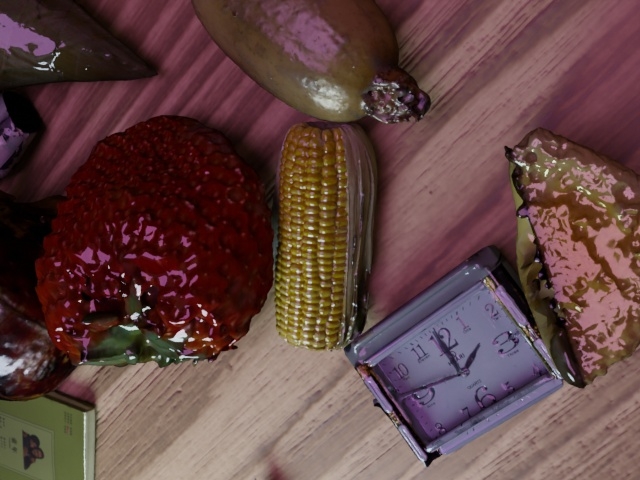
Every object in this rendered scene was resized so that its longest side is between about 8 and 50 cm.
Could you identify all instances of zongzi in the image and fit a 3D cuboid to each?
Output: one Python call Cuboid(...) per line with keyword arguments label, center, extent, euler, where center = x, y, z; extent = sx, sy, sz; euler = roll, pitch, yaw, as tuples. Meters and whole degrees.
Cuboid(label="zongzi", center=(-0.482, -0.241, 1.118), extent=(0.393, 0.174, 0.356), euler=(43, 97, 6))

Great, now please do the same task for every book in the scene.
Cuboid(label="book", center=(-0.539, 0.350, 1.358), extent=(0.352, 0.035, 0.239), euler=(12, 107, 23))

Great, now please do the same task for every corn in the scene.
Cuboid(label="corn", center=(0.002, -0.001, 0.993), extent=(0.123, 0.122, 0.305), euler=(0, 107, -18))

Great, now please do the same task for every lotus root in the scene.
Cuboid(label="lotus root", center=(-0.018, -0.244, 0.920), extent=(0.343, 0.151, 0.169), euler=(43, 132, 14))

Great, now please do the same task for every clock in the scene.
Cuboid(label="clock", center=(0.169, 0.144, 0.950), extent=(0.253, 0.083, 0.186), euler=(-39, 82, 26))

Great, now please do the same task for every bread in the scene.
Cuboid(label="bread", center=(0.286, 0.003, 0.811), extent=(0.163, 0.204, 0.262), euler=(-14, 90, 16))

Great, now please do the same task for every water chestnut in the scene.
Cuboid(label="water chestnut", center=(-0.450, 0.044, 1.130), extent=(0.335, 0.335, 0.347), euler=(43, 84, 13))

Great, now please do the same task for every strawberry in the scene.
Cuboid(label="strawberry", center=(-0.201, -0.007, 1.016), extent=(0.312, 0.267, 0.351), euler=(-14, 61, 18))

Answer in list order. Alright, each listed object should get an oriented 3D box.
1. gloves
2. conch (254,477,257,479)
Cuboid(label="gloves", center=(-0.540, -0.137, 1.228), extent=(0.212, 0.111, 0.127), euler=(-33, 104, 25))
Cuboid(label="conch", center=(-0.068, 0.428, 1.138), extent=(0.065, 0.088, 0.180), euler=(-165, 59, -68))
